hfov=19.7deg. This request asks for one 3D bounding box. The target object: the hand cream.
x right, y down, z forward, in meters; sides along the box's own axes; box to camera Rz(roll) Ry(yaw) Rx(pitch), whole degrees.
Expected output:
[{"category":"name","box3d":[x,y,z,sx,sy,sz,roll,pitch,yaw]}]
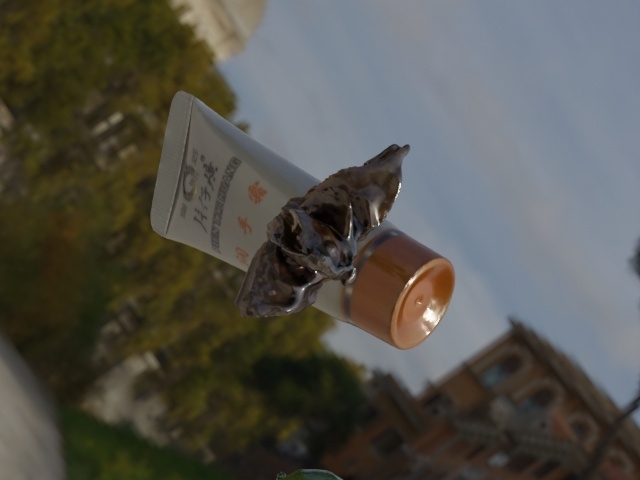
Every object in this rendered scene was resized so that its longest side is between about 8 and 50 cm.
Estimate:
[{"category":"hand cream","box3d":[-0.027,-0.017,1.579,0.314,0.089,0.139,27,-64,36]}]

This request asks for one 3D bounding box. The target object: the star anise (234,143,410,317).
[{"category":"star anise","box3d":[-0.007,0.008,1.017,0.056,0.124,0.129,40,-44,-2]}]

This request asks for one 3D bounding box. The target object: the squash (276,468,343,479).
[{"category":"squash","box3d":[0.007,0.201,1.208,0.077,0.068,0.219,26,3,-16]}]
